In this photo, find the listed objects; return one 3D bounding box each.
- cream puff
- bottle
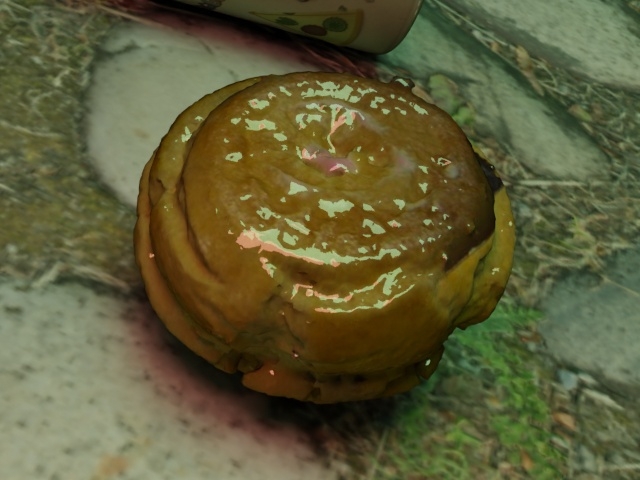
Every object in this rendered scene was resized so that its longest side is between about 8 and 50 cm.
[{"bbox_3d":[0.000,0.000,0.730,0.189,0.129,0.189,9,46,-10],"label":"cream puff"},{"bbox_3d":[-0.059,-0.202,0.944,0.253,0.120,0.120,12,39,-15],"label":"bottle"}]
